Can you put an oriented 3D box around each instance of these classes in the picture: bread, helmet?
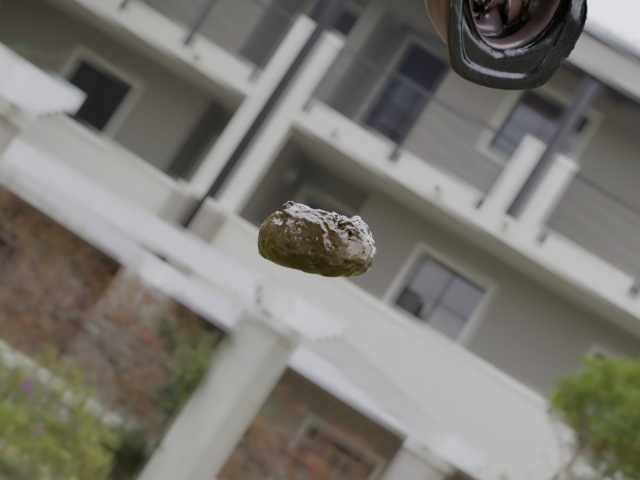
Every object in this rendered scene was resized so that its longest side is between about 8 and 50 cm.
[{"bbox_3d":[0.000,0.000,1.723,0.113,0.060,0.082,10,6,-15],"label":"bread"},{"bbox_3d":[0.193,-0.308,2.029,0.198,0.253,0.154,8,18,-31],"label":"helmet"}]
